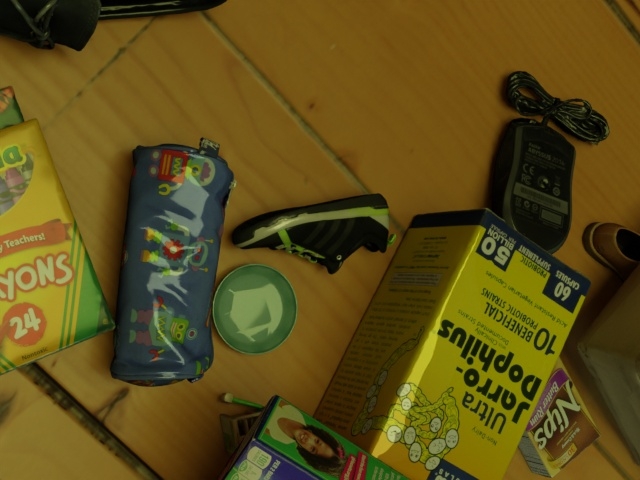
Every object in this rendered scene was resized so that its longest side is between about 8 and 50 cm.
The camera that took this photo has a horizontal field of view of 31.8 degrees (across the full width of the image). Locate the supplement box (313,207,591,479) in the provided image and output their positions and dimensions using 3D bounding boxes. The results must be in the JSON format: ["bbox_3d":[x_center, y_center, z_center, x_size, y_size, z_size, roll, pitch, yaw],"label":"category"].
[{"bbox_3d":[0.169,0.160,1.497,0.194,0.195,0.357,32,77,-20],"label":"supplement box"}]

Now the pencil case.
[{"bbox_3d":[-0.180,0.029,1.384,0.133,0.119,0.306,7,87,-12],"label":"pencil case"}]

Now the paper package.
[{"bbox_3d":[0.570,0.156,1.653,0.325,0.168,0.309,-46,124,-18],"label":"paper package"}]

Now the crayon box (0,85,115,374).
[{"bbox_3d":[-0.393,-0.007,1.311,0.202,0.081,0.319,-23,97,-23],"label":"crayon box"}]

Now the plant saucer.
[{"bbox_3d":[-0.089,0.090,1.478,0.119,0.021,0.119,0,89,-24],"label":"plant saucer"}]

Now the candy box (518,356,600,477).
[{"bbox_3d":[0.321,0.238,1.643,0.109,0.053,0.187,-35,104,-22],"label":"candy box"}]

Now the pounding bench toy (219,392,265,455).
[{"bbox_3d":[-0.091,0.232,1.456,0.065,0.052,0.083,-11,93,-24],"label":"pounding bench toy"}]

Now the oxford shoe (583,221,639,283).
[{"bbox_3d":[0.502,0.039,1.718,0.212,0.076,0.076,28,76,-23],"label":"oxford shoe"}]

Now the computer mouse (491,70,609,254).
[{"bbox_3d":[0.317,-0.095,1.646,0.188,0.072,0.272,24,67,-20],"label":"computer mouse"}]

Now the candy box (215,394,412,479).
[{"bbox_3d":[0.005,0.382,1.340,0.317,0.122,0.268,31,115,-2],"label":"candy box"}]

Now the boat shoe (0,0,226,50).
[{"bbox_3d":[-0.319,-0.298,1.300,0.500,0.187,0.156,-19,90,-29],"label":"boat shoe"}]

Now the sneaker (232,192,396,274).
[{"bbox_3d":[0.000,0.000,1.486,0.234,0.084,0.097,-12,95,-24],"label":"sneaker"}]
